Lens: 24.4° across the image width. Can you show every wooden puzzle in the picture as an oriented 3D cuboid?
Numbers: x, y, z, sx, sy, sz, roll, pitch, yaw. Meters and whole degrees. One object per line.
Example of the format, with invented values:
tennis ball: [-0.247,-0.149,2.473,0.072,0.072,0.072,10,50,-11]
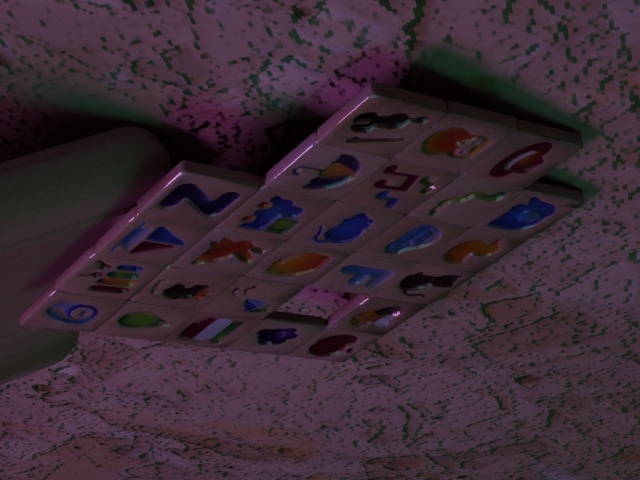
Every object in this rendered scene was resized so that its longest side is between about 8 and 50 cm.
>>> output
wooden puzzle: [-0.197,0.031,0.701,0.221,0.044,0.238,-20,163,-28]

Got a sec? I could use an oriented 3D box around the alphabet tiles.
alphabet tiles: [0.000,0.000,0.691,0.198,0.009,0.237,10,147,-35]
